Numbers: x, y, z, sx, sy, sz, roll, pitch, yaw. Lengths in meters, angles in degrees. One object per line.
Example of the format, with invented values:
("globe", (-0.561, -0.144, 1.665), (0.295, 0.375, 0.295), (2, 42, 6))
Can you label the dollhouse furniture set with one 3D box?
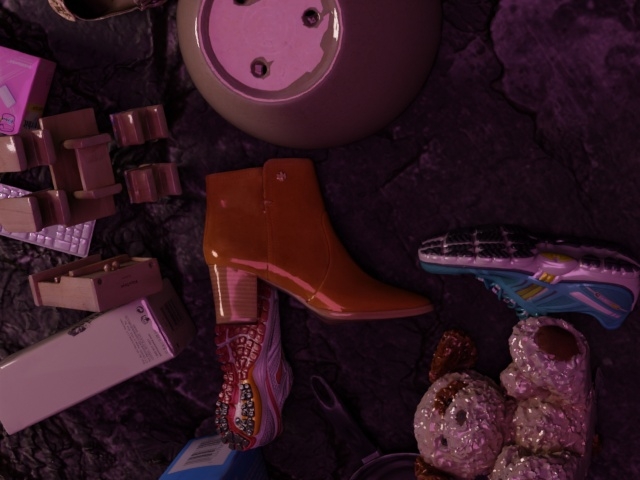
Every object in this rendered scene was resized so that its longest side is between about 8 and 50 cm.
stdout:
("dollhouse furniture set", (-0.308, -0.042, 1.497), (0.161, 0.212, 0.242), (1, 106, 50))

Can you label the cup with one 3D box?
("cup", (-0.032, -0.254, 1.366), (0.331, 0.237, 0.331), (2, 103, 11))

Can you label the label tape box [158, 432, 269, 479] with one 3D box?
("label tape box", (-0.118, 0.457, 1.541), (0.115, 0.249, 0.348), (-10, 101, 13))

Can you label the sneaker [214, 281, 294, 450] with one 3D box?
("sneaker", (-0.085, 0.162, 1.560), (0.088, 0.093, 0.225), (5, 90, 38))

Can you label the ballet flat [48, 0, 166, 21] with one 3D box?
("ballet flat", (-0.264, -0.300, 1.432), (0.250, 0.058, 0.084), (3, 150, 44))

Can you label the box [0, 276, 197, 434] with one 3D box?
("box", (-0.312, 0.155, 1.583), (0.275, 0.113, 0.094), (-26, 96, 14))

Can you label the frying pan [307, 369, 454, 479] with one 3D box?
("frying pan", (0.070, 0.335, 1.580), (0.326, 0.053, 0.197), (37, 107, 3))

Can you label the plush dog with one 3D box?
("plush dog", (0.227, 0.232, 1.482), (0.225, 0.210, 0.262), (3, 76, 25))

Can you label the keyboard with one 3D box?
("keyboard", (-0.432, -0.043, 1.587), (0.256, 0.014, 0.072), (16, 105, -3))

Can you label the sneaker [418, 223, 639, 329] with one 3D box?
("sneaker", (0.254, 0.051, 1.454), (0.275, 0.107, 0.110), (11, 114, 9))

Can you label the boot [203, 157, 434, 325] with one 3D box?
("boot", (-0.001, 0.000, 1.493), (0.295, 0.104, 0.211), (0, 82, -9))

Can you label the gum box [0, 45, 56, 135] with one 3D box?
("gum box", (-0.456, -0.211, 1.539), (0.188, 0.062, 0.107), (17, 94, 7))
